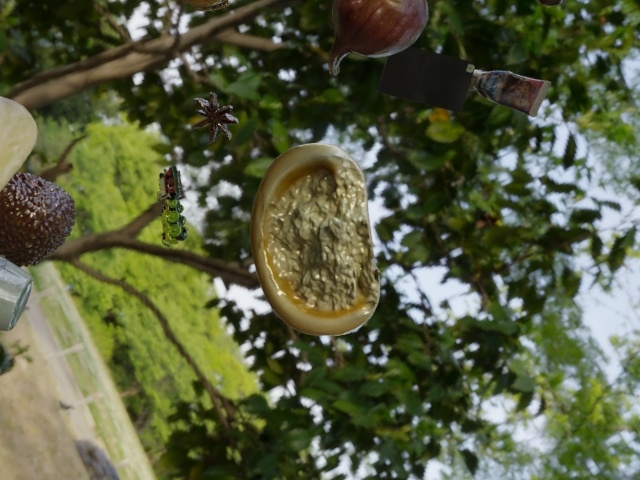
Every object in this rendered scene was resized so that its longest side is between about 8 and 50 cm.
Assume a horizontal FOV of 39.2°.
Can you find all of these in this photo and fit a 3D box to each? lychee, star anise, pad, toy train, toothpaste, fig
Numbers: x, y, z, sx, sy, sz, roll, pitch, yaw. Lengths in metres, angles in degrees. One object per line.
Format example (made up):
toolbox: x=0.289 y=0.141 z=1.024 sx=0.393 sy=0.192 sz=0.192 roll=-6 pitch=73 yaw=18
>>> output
lychee: x=-0.809 y=-0.048 z=2.484 sx=0.271 sy=0.271 sz=0.271 roll=58 pitch=-17 yaw=28
star anise: x=-0.273 y=-0.321 z=2.348 sx=0.042 sy=0.141 sz=0.141 roll=-53 pitch=130 yaw=-55
pad: x=0.228 y=-0.352 z=1.939 sx=0.004 sy=0.193 sz=0.116 roll=21 pitch=85 yaw=-79
toy train: x=-0.433 y=-0.104 z=2.601 sx=0.053 sy=0.085 sz=0.250 roll=38 pitch=36 yaw=-54
toothpaste: x=0.480 y=-0.390 z=2.317 sx=0.266 sy=0.061 sz=0.096 roll=33 pitch=-78 yaw=53
fig: x=0.080 y=-0.373 z=1.534 sx=0.175 sy=0.207 sz=0.175 roll=49 pitch=6 yaw=-7

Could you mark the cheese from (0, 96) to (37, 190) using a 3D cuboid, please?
cheese: x=-0.684 y=-0.104 z=1.499 sx=0.104 sy=0.384 sz=0.384 roll=0 pitch=-64 yaw=45

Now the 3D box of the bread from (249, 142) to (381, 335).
bread: x=0.026 y=-0.004 z=2.000 sx=0.329 sy=0.245 sz=0.424 roll=-11 pitch=-94 yaw=40

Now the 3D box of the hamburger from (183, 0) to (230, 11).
hamburger: x=-0.335 y=-0.679 z=2.214 sx=0.262 sy=0.131 sz=0.124 roll=58 pitch=0 yaw=-3

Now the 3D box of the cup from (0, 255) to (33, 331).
cup: x=-0.773 y=0.113 z=1.953 sx=0.258 sy=0.234 sz=0.186 roll=-84 pitch=-163 yaw=-70

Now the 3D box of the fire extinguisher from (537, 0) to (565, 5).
fire extinguisher: x=0.429 y=-0.559 z=1.666 sx=0.075 sy=0.106 sz=0.252 roll=12 pitch=-24 yaw=23
